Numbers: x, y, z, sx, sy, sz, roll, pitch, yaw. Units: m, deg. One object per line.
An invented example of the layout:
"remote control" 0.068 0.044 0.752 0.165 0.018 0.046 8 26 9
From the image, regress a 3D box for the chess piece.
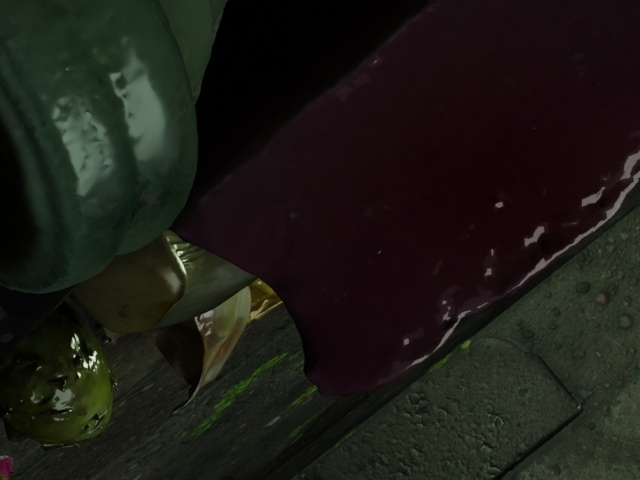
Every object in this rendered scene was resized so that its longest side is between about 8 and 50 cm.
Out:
"chess piece" -0.049 -0.138 0.597 0.299 0.194 0.194 -42 170 -28

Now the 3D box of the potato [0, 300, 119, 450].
"potato" -0.196 0.093 1.112 0.090 0.117 0.225 -29 173 -10

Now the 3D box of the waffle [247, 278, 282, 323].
"waffle" -0.017 0.001 1.423 0.211 0.055 0.160 -39 168 4

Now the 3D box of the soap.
"soap" 0.062 -0.102 0.759 0.233 0.128 0.359 -39 -163 16

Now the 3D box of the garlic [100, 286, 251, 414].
"garlic" -0.107 0.062 1.295 0.124 0.099 0.174 -41 167 -19

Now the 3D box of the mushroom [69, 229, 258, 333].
"mushroom" -0.055 -0.011 1.125 0.328 0.122 0.159 -24 152 -47

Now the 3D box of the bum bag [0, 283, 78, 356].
"bum bag" -0.207 0.032 0.909 0.340 0.095 0.144 -36 178 33

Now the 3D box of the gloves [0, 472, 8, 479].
"gloves" -0.298 0.211 1.015 0.203 0.155 0.356 -32 152 28

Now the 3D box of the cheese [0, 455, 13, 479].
"cheese" -0.307 0.212 1.383 0.095 0.038 0.145 -32 160 -34
